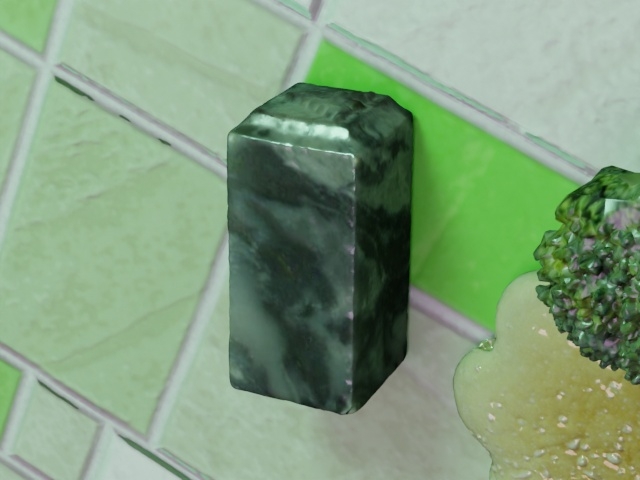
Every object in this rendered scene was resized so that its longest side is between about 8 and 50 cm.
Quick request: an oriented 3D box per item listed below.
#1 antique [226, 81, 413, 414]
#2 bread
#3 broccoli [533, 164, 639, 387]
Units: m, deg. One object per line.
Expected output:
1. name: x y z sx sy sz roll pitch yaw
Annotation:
1. antique: 0.000 0.000 1.003 0.086 0.088 0.183 11 115 23
2. bread: 0.189 0.137 0.993 0.251 0.039 0.181 35 122 10
3. broccoli: 0.238 -0.003 0.833 0.226 0.198 0.176 -55 44 5
